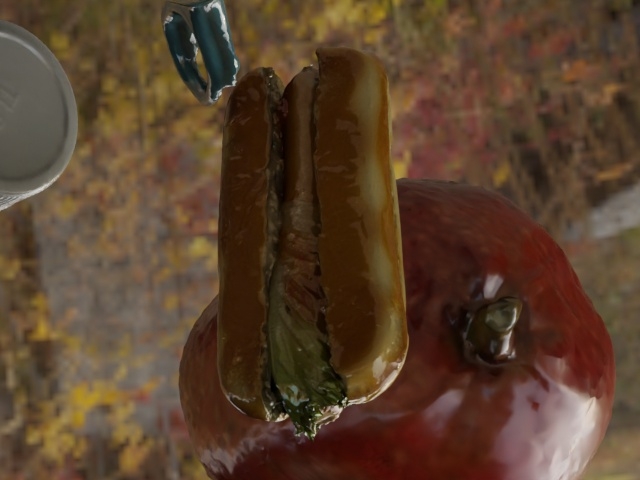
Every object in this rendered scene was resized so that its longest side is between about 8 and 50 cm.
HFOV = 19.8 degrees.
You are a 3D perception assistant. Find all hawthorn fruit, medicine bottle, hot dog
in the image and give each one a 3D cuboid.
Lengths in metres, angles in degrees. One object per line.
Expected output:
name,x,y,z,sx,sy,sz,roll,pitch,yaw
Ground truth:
hawthorn fruit,0.045,0.066,0.866,0.205,0.205,0.253,1,167,-24
medicine bottle,-0.224,-0.055,1.031,0.105,0.105,0.168,8,163,-42
hot dog,0.000,0.000,0.333,0.037,0.083,0.021,-12,145,21

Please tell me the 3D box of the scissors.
scissors,-0.052,-0.135,0.842,0.041,0.138,0.289,-19,-175,-15
